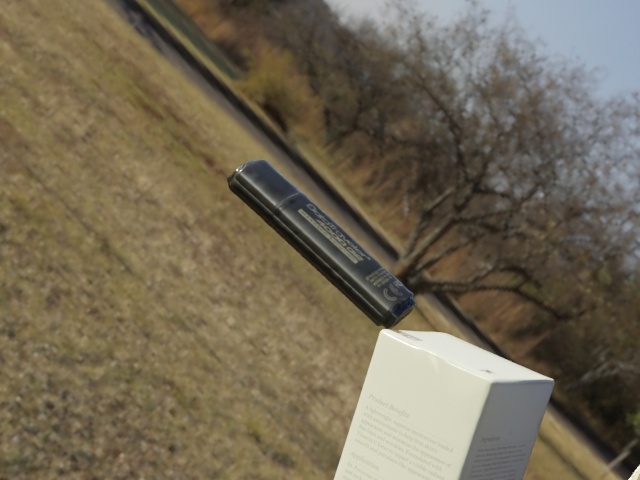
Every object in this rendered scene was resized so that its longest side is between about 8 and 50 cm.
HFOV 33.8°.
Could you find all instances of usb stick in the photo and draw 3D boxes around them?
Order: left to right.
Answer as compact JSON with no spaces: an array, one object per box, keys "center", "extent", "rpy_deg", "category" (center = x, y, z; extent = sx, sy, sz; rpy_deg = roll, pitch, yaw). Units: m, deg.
[{"center":[0.000,0.000,1.293],"extent":[0.278,0.045,0.077],"rpy_deg":[42,32,13],"category":"usb stick"}]

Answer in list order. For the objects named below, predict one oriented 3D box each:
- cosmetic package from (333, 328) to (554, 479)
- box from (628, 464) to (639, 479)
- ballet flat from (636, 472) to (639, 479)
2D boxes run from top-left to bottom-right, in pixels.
[{"center":[0.136,0.210,1.160],"extent":[0.151,0.184,0.151],"rpy_deg":[22,7,37],"category":"cosmetic package"},{"center":[0.541,0.425,1.487],"extent":[0.232,0.127,0.148],"rpy_deg":[52,-21,-23],"category":"box"},{"center":[0.414,0.107,0.885],"extent":[0.123,0.348,0.123],"rpy_deg":[51,21,-28],"category":"ballet flat"}]
